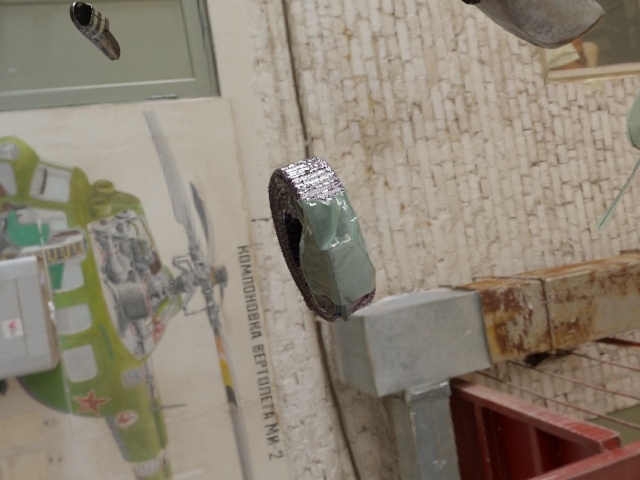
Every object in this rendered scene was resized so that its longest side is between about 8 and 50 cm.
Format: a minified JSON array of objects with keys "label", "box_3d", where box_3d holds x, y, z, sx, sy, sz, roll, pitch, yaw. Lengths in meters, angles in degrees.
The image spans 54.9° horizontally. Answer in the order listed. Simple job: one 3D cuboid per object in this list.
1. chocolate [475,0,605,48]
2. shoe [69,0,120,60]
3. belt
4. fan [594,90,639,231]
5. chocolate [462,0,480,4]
[{"label":"chocolate","box_3d":[0.368,-0.460,1.169,0.101,0.303,0.185,-58,-166,1]},{"label":"shoe","box_3d":[-0.496,-0.480,1.402,0.179,0.049,0.071,52,34,-64]},{"label":"belt","box_3d":[0.000,0.000,1.186,0.260,0.122,0.325,35,-37,57]},{"label":"fan","box_3d":[0.666,-0.204,1.243,0.415,0.012,0.233,-65,-165,11]},{"label":"chocolate","box_3d":[0.071,-0.256,0.438,0.182,0.028,0.086,45,-69,9]}]
